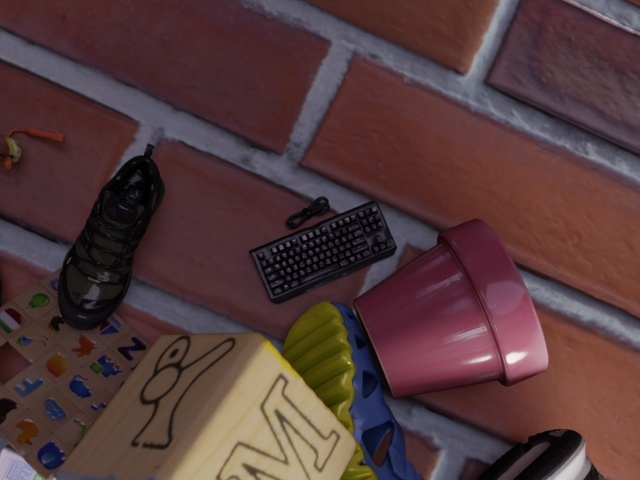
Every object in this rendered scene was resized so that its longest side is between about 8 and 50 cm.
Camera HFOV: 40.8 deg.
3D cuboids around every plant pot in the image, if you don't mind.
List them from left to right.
[{"bbox_3d":[0.145,0.096,1.030,0.180,0.201,0.201,-22,81,-1],"label":"plant pot"}]

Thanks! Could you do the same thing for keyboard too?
[{"bbox_3d":[0.000,0.000,1.111,0.180,0.023,0.108,-22,81,-14],"label":"keyboard"}]

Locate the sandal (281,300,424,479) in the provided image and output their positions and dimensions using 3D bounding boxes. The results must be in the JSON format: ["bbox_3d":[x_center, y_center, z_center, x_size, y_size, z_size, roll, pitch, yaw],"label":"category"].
[{"bbox_3d":[0.042,0.226,1.031,0.138,0.126,0.317,8,64,-45],"label":"sandal"}]

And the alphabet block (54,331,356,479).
[{"bbox_3d":[-0.115,0.229,0.901,0.193,0.192,0.197,54,53,-27],"label":"alphabet block"}]

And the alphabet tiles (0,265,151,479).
[{"bbox_3d":[-0.285,0.156,0.978,0.237,0.009,0.198,41,48,10],"label":"alphabet tiles"}]

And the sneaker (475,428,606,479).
[{"bbox_3d":[0.188,0.444,0.964,0.448,0.169,0.257,-36,91,-9],"label":"sneaker"}]

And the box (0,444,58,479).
[{"bbox_3d":[-0.333,0.338,0.938,0.114,0.103,0.203,24,74,-3],"label":"box"}]

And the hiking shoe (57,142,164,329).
[{"bbox_3d":[-0.252,-0.008,1.017,0.086,0.114,0.226,18,68,-3],"label":"hiking shoe"}]

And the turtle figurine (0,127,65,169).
[{"bbox_3d":[-0.460,-0.105,1.015,0.270,0.087,0.217,18,66,-6],"label":"turtle figurine"}]

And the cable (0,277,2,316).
[{"bbox_3d":[-0.457,0.054,1.020,0.185,0.047,0.150,22,70,1],"label":"cable"}]
